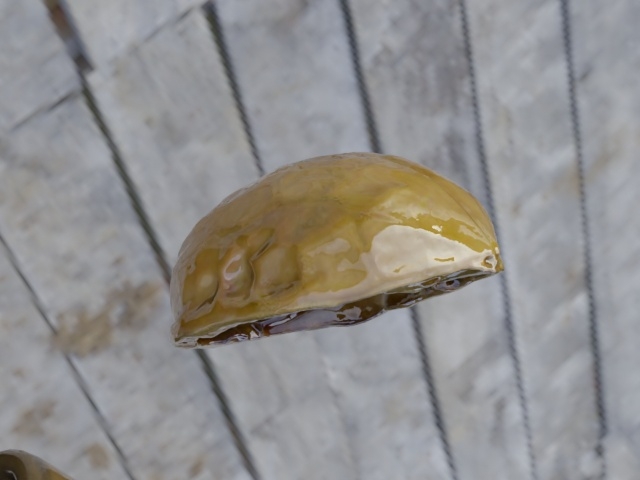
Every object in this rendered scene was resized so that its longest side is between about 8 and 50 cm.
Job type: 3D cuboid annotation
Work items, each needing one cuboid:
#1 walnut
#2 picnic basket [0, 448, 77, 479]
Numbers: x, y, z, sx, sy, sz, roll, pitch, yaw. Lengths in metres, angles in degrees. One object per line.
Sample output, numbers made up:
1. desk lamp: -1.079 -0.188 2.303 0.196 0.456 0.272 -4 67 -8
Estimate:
1. walnut: 0.000 0.000 0.577 0.121 0.052 0.091 -18 173 38
2. picnic basket: -0.152 0.222 0.439 0.291 0.254 0.321 35 115 -25
